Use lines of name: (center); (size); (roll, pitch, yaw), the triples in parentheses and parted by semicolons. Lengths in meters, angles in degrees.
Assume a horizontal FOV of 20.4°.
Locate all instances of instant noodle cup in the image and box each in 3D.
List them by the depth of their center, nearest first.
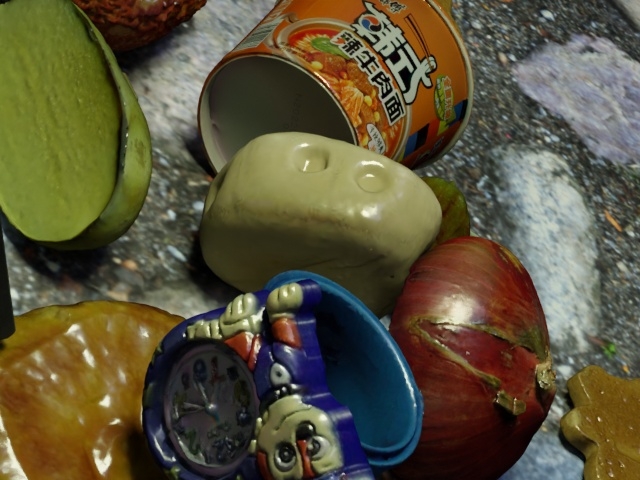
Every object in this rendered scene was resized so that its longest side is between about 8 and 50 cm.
instant noodle cup: (0.004, -0.142, 1.821); (0.250, 0.250, 0.192); (43, 43, 5)

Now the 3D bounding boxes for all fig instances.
fig: (0.109, -0.017, 1.825); (0.103, 0.109, 0.154); (19, 31, 20)

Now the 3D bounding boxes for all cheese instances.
cheese: (0.000, 0.000, 1.692); (0.218, 0.235, 0.117); (61, 37, -42)

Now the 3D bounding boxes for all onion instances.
onion: (0.136, 0.120, 1.651); (0.161, 0.248, 0.248); (18, 35, 5)

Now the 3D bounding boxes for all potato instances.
potato: (-0.228, -0.103, 1.649); (0.111, 0.160, 0.272); (31, 26, -57)

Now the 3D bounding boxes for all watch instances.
watch: (-0.014, 0.122, 1.309); (0.200, 0.171, 0.196); (-3, 70, -55)

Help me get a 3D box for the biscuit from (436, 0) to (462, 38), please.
biscuit: (0.037, -0.349, 2.223); (0.287, 0.057, 0.344); (15, 42, -31)

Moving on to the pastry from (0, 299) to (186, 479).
pastry: (-0.154, 0.199, 1.356); (0.356, 0.164, 0.356); (26, 41, -25)

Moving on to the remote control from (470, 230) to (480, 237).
remote control: (0.126, 0.056, 1.870); (0.098, 0.038, 0.233); (27, 36, -17)

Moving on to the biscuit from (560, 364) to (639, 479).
biscuit: (0.322, 0.232, 1.854); (0.166, 0.036, 0.226); (17, 43, -27)

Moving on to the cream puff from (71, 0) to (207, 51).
cream puff: (-0.221, -0.293, 1.841); (0.240, 0.164, 0.240); (12, 41, -11)

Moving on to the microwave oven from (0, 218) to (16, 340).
microwave oven: (-0.455, -0.088, 1.234); (0.374, 0.236, 0.432); (-24, 65, -19)
